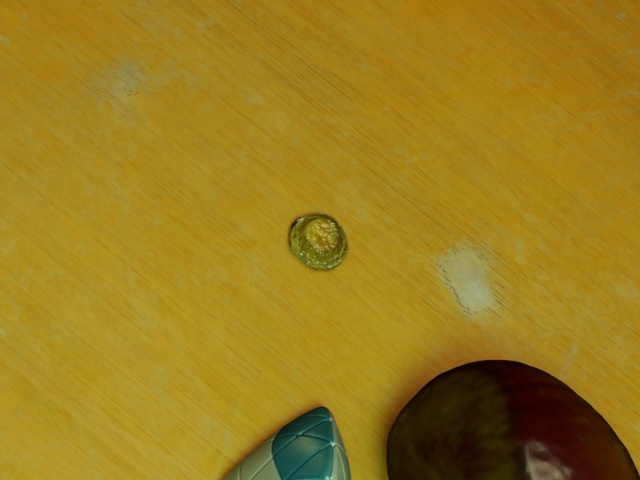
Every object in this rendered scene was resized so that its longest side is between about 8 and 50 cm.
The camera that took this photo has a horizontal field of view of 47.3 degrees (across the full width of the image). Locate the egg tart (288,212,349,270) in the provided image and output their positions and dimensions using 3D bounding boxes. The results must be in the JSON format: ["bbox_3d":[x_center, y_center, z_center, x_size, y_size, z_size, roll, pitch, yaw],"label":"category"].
[{"bbox_3d":[0.000,0.000,1.474,0.130,0.052,0.130,7,69,-17],"label":"egg tart"}]

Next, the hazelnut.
[{"bbox_3d":[0.323,0.387,1.212,0.402,0.429,0.402,-8,111,-22],"label":"hazelnut"}]

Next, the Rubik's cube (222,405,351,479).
[{"bbox_3d":[-0.054,0.394,1.275,0.254,0.254,0.254,5,68,-14],"label":"Rubik's cube"}]
